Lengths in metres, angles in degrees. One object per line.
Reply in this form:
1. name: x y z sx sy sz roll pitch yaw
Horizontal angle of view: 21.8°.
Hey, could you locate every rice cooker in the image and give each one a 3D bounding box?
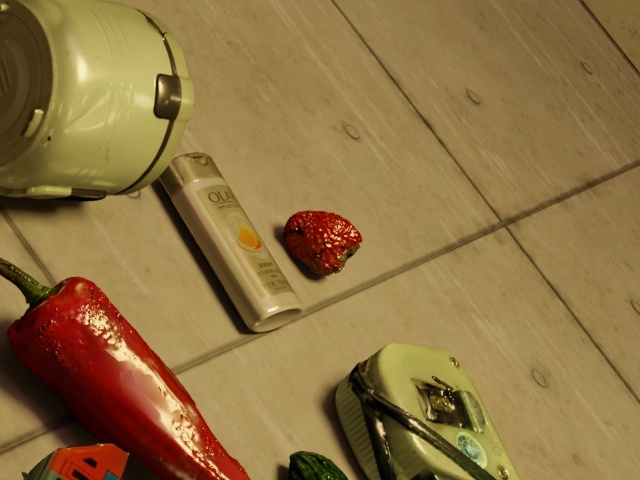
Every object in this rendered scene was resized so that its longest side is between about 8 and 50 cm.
1. rice cooker: -0.268 -0.152 1.771 0.244 0.226 0.226 -2 56 -53

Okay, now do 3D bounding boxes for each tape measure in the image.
1. tape measure: 0.129 0.233 1.936 0.207 0.115 0.235 13 45 -50

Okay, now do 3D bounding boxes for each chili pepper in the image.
1. chili pepper: -0.196 0.142 1.614 0.387 0.110 0.110 47 29 -7

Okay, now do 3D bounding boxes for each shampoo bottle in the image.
1. shampoo bottle: -0.107 0.001 1.954 0.086 0.056 0.227 -4 58 -56

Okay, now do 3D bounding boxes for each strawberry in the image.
1. strawberry: 0.000 0.000 2.083 0.096 0.083 0.083 33 32 -12

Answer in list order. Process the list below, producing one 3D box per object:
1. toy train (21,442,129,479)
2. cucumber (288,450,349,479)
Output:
1. toy train: -0.258 0.299 1.366 0.089 0.086 0.409 38 31 -13
2. cucumber: 0.029 0.329 1.725 0.077 0.077 0.265 18 42 -42
